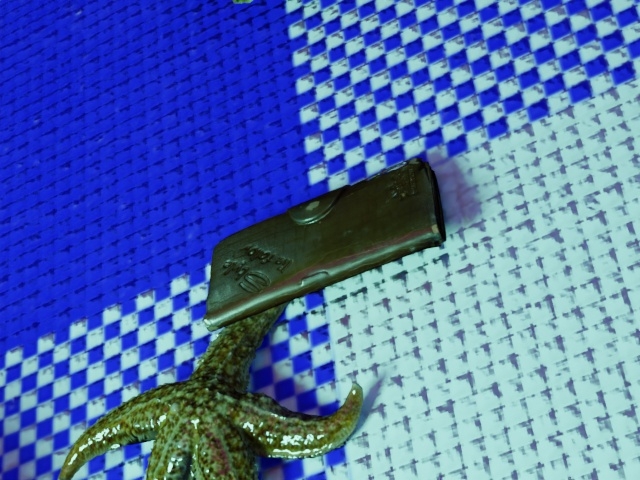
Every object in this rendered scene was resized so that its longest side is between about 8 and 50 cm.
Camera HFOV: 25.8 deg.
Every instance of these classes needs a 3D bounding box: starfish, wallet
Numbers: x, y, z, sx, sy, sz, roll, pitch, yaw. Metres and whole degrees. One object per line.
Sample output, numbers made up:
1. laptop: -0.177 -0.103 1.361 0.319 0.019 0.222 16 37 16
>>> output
1. starfish: -0.074 0.119 0.934 0.213 0.057 0.238 2 62 26
2. wallet: 0.000 0.000 0.971 0.176 0.026 0.095 -22 34 16

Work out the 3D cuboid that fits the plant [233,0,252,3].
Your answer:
1. plant: -0.053 -0.371 1.176 0.261 0.297 0.306 -20 25 -19
